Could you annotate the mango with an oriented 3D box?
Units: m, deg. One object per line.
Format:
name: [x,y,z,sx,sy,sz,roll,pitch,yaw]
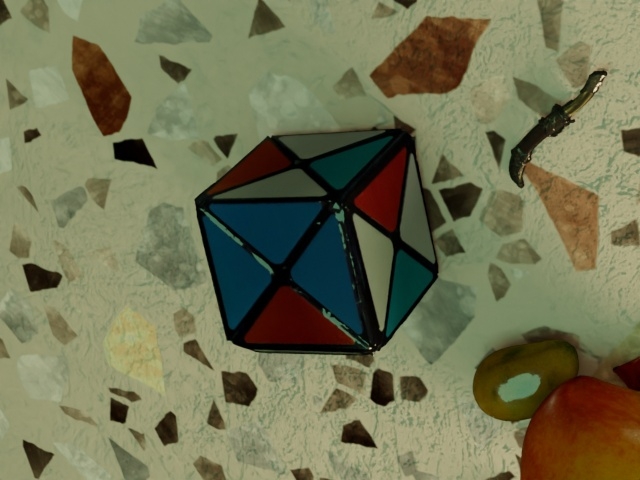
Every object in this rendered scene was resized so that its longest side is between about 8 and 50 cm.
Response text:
mango: [0.300,0.205,1.958,0.163,0.089,0.111,-12,108,23]

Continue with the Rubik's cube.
Rubik's cube: [0.000,0.000,1.912,0.247,0.250,0.248,0,117,28]

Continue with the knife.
knife: [0.310,-0.156,1.804,0.045,0.021,0.222,39,130,6]

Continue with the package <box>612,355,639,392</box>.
package: [0.502,0.165,1.871,0.083,0.022,0.200,48,128,-2]

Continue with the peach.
peach: [0.411,0.349,1.856,0.308,0.289,0.289,33,127,-7]
